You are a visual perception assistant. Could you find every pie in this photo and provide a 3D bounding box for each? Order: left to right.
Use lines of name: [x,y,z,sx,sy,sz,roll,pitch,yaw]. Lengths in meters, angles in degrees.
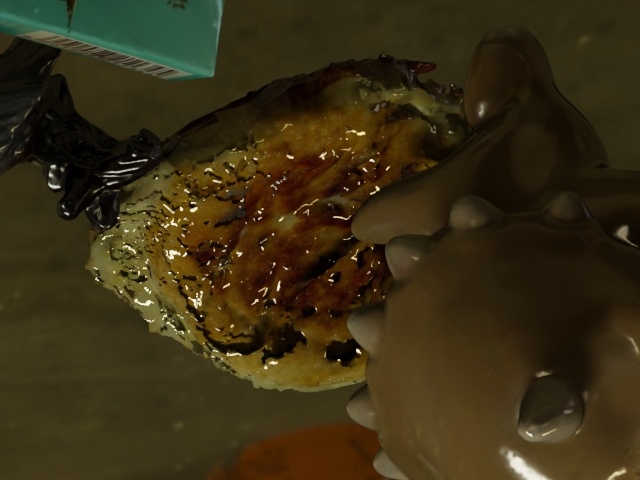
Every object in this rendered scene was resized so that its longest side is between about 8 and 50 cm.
pie: [0.000,-0.001,1.162,0.308,0.085,0.308,-10,125,-14]

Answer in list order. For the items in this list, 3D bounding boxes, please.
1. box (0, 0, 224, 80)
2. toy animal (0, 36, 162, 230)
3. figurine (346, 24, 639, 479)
box: [-0.131,-0.171,0.690,0.229,0.162,0.041,13,173,-41]
toy animal: [-0.203,-0.064,0.916,0.210,0.121,0.117,-7,129,-47]
figurine: [0.085,0.037,0.746,0.173,0.247,0.177,-23,147,-20]
